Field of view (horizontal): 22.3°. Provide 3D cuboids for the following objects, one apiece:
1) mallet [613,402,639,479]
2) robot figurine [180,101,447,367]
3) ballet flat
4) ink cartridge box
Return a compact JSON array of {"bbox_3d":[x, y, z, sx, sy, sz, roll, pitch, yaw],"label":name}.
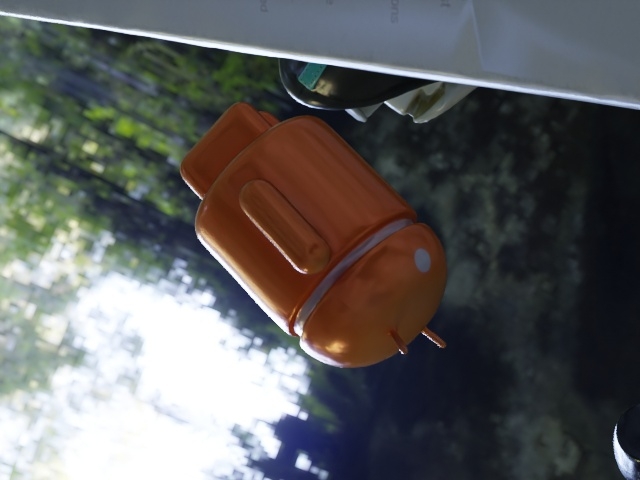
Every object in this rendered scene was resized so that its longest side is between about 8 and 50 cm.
[{"bbox_3d":[0.254,0.089,0.914,0.190,0.062,0.039,-23,-116,10],"label":"mallet"},{"bbox_3d":[0.001,0.000,1.144,0.219,0.128,0.158,46,-29,17],"label":"robot figurine"},{"bbox_3d":[0.047,-0.114,0.872,0.095,0.280,0.096,41,-69,14],"label":"ballet flat"},{"bbox_3d":[0.069,-0.080,0.435,0.371,0.176,0.069,19,-67,49],"label":"ink cartridge box"}]
